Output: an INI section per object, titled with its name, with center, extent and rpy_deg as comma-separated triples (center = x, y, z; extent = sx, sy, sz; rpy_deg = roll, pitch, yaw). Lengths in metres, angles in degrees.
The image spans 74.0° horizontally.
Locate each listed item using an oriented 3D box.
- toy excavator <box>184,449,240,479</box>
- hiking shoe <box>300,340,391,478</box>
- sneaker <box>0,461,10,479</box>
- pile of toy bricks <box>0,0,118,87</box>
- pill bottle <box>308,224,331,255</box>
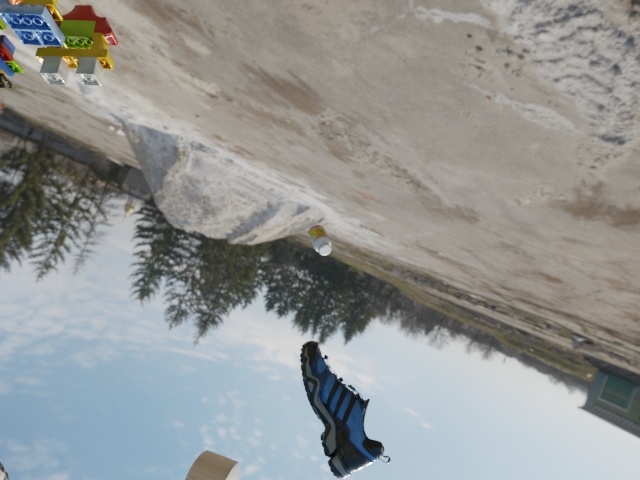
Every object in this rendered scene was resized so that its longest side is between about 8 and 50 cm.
[toy excavator]
center = -0.310, 0.658, 0.744
extent = 0.222, 0.434, 0.445
rpy_deg = 14, 180, 11
[hiking shoe]
center = 0.044, 0.369, 0.979
extent = 0.131, 0.304, 0.113
rpy_deg = -20, 157, -3
[sneaker]
center = -0.414, 0.249, 0.396
extent = 0.106, 0.282, 0.163
rpy_deg = 2, -151, 4
[pile of toy bricks]
center = -0.295, -0.205, 0.357
extent = 0.211, 0.105, 0.118
rpy_deg = 0, 160, -3
[pill bottle]
center = 0.000, 0.000, 1.036
extent = 0.043, 0.043, 0.083
rpy_deg = 24, -156, -33
